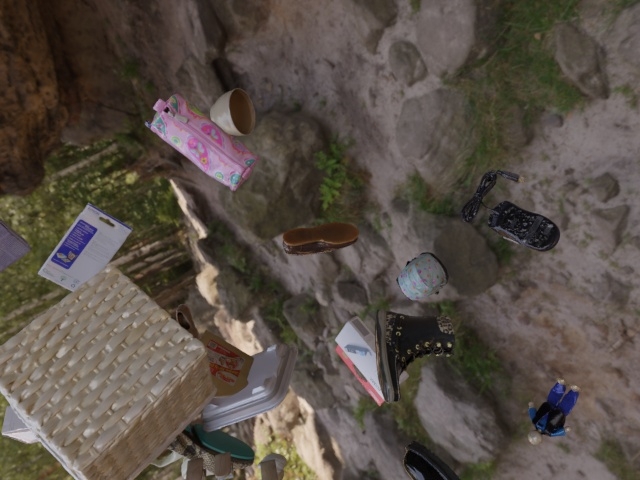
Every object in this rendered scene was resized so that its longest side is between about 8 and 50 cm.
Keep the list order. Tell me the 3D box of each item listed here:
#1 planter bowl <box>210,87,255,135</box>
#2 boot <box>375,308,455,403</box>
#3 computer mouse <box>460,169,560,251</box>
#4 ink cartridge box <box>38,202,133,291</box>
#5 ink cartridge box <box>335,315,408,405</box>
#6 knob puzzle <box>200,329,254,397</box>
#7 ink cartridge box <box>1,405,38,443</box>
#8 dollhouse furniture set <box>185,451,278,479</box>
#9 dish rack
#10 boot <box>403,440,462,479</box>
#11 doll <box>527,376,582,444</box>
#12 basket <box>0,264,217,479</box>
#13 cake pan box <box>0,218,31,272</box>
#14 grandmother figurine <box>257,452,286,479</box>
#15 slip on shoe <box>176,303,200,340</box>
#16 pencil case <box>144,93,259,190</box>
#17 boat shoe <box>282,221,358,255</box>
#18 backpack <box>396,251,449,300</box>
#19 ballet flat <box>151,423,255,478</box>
[{"bbox_3d":[-0.319,-0.445,1.795,0.109,0.162,0.162,-5,124,25],"label":"planter bowl"},{"bbox_3d":[0.214,0.249,1.127,0.236,0.178,0.085,-89,-1,-50],"label":"boot"},{"bbox_3d":[0.540,-0.084,1.398,0.262,0.184,0.060,25,175,24],"label":"computer mouse"},{"bbox_3d":[-0.783,0.024,1.705,0.165,0.333,0.065,36,-162,-24],"label":"ink cartridge box"},{"bbox_3d":[0.169,0.479,1.957,0.296,0.066,0.261,48,136,22],"label":"ink cartridge box"},{"bbox_3d":[-0.295,0.371,1.447,0.213,0.213,0.030,53,127,20],"label":"knob puzzle"},{"bbox_3d":[-0.757,0.504,1.427,0.140,0.190,0.082,80,-179,-58],"label":"ink cartridge box"},{"bbox_3d":[-0.225,0.699,1.345,0.161,0.241,0.212,-124,25,-71],"label":"dollhouse furniture set"},{"bbox_3d":[-0.244,0.467,1.676,0.072,0.332,0.286,57,-157,-20],"label":"dish rack"},{"bbox_3d":[0.237,0.652,1.132,0.348,0.260,0.131,43,162,43],"label":"boot"},{"bbox_3d":[0.610,0.459,1.349,0.046,0.189,0.129,43,168,-34],"label":"doll"},{"bbox_3d":[-0.445,0.291,1.058,0.328,0.331,0.266,36,148,16],"label":"basket"},{"bbox_3d":[-0.994,0.018,1.406,0.070,0.245,0.267,38,164,41],"label":"cake pan box"},{"bbox_3d":[-0.176,0.847,1.621,0.208,0.104,0.343,-165,88,-74],"label":"grandmother figurine"},{"bbox_3d":[-0.367,0.242,1.398,0.041,0.051,0.136,-83,-13,-72],"label":"slip on shoe"},{"bbox_3d":[-0.298,-0.252,1.304,0.284,0.124,0.124,39,167,-12],"label":"pencil case"},{"bbox_3d":[0.000,0.000,1.381,0.073,0.206,0.073,88,178,-52],"label":"boat shoe"},{"bbox_3d":[0.336,0.118,1.676,0.152,0.182,0.115,50,133,14],"label":"backpack"},{"bbox_3d":[-0.433,0.640,1.594,0.483,0.182,0.164,41,173,-28],"label":"ballet flat"}]
